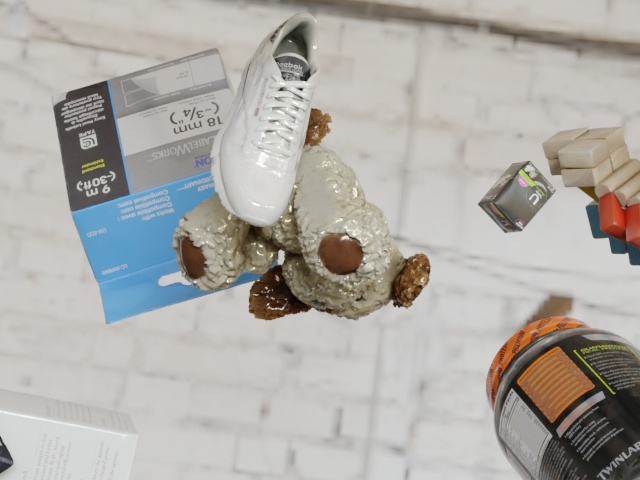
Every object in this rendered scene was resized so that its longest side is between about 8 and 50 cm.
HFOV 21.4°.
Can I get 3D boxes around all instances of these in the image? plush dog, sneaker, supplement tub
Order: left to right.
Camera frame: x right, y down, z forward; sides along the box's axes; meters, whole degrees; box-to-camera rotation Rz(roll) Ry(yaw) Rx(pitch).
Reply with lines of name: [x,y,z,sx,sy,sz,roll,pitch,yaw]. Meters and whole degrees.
sneaker: [-0.049,-0.124,1.719,0.090,0.235,0.095,18,-32,-20]
plush dog: [0.000,0.000,1.886,0.262,0.211,0.225,-3,-42,29]
supplement tub: [0.331,0.236,1.940,0.207,0.207,0.338,13,21,-26]

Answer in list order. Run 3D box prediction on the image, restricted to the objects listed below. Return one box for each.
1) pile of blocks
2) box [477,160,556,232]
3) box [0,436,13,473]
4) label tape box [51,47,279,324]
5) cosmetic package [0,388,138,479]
pile of blocks: [0.377,0.010,1.862,0.362,0.149,0.112,35,39,20]
box: [0.274,-0.060,2.358,0.062,0.083,0.052,46,-16,-13]
box: [-0.531,0.149,1.850,0.182,0.294,0.296,-36,-27,8]
label tape box: [-0.205,-0.079,2.213,0.240,0.334,0.106,-17,-40,0]
cosmetic package: [-0.326,0.274,2.028,0.183,0.151,0.151,12,1,-10]
